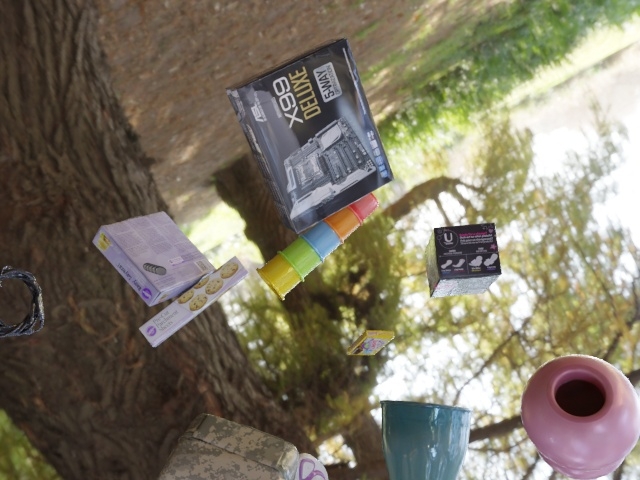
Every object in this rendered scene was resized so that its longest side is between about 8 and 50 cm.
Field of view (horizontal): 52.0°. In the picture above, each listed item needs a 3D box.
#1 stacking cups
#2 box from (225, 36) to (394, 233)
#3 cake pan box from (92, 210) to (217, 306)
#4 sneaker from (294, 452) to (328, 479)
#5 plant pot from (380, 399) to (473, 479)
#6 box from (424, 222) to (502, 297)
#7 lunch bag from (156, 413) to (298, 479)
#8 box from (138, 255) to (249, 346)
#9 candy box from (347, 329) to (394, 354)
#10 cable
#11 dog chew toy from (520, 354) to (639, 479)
[{"bbox_3d":[0.000,0.000,1.506,0.316,0.096,0.096,-41,-175,-13],"label":"stacking cups"},{"bbox_3d":[-0.014,-0.206,1.289,0.242,0.308,0.076,-29,-155,-16],"label":"box"},{"bbox_3d":[-0.440,0.040,1.784,0.070,0.246,0.267,-48,170,27],"label":"cake pan box"},{"bbox_3d":[-0.049,0.685,1.784,0.114,0.305,0.152,-32,-144,-31],"label":"sneaker"},{"bbox_3d":[0.297,0.605,1.899,0.271,0.256,0.272,6,165,2],"label":"plant pot"},{"bbox_3d":[0.372,0.055,1.739,0.163,0.142,0.247,-5,165,2],"label":"box"},{"bbox_3d":[-0.234,0.588,1.553,0.256,0.304,0.213,-53,160,-63],"label":"lunch bag"},{"bbox_3d":[-0.339,0.163,1.782,0.324,0.067,0.063,-37,176,-11],"label":"box"},{"bbox_3d":[0.173,0.359,2.295,0.105,0.027,0.206,2,153,-16],"label":"candy box"},{"bbox_3d":[-0.759,0.149,1.600,0.150,0.185,0.047,-9,158,-25],"label":"cable"},{"bbox_3d":[0.495,0.358,1.255,0.206,0.207,0.332,-27,140,1],"label":"dog chew toy"}]
